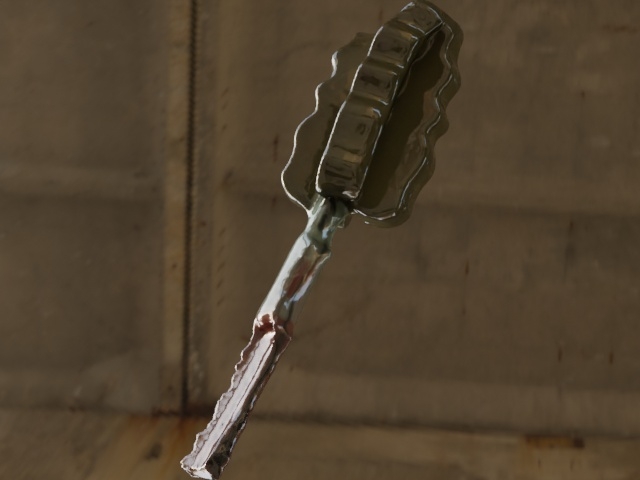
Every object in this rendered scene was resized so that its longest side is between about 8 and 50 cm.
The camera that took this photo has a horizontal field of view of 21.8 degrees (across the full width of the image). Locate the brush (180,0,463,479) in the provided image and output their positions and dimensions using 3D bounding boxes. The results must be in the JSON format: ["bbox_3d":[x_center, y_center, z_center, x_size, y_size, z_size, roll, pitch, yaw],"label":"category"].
[{"bbox_3d":[0.000,0.000,0.913,0.071,0.301,0.084,36,-27,-24],"label":"brush"}]
